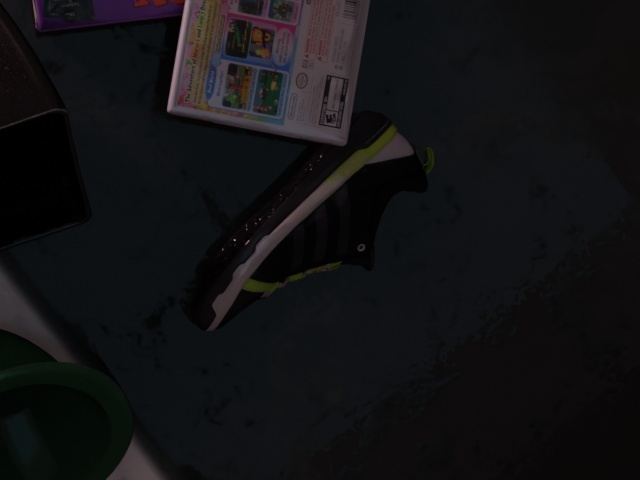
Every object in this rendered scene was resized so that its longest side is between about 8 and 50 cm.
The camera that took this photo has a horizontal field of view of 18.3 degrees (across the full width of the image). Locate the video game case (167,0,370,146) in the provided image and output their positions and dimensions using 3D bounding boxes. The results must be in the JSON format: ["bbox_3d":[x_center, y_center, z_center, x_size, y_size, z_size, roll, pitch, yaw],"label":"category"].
[{"bbox_3d":[-0.037,-0.163,1.547,0.143,0.019,0.157,10,85,-11],"label":"video game case"}]

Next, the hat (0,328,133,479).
[{"bbox_3d":[-0.262,0.094,1.575,0.173,0.183,0.208,-27,138,-1],"label":"hat"}]

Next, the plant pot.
[{"bbox_3d":[-0.293,-0.093,1.478,0.188,0.187,0.167,-20,67,-9],"label":"plant pot"}]

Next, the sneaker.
[{"bbox_3d":[0.000,0.000,1.585,0.097,0.084,0.234,45,85,-10],"label":"sneaker"}]

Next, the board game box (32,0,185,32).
[{"bbox_3d":[-0.066,-0.288,1.570,0.347,0.056,0.208,-9,105,-10],"label":"board game box"}]
